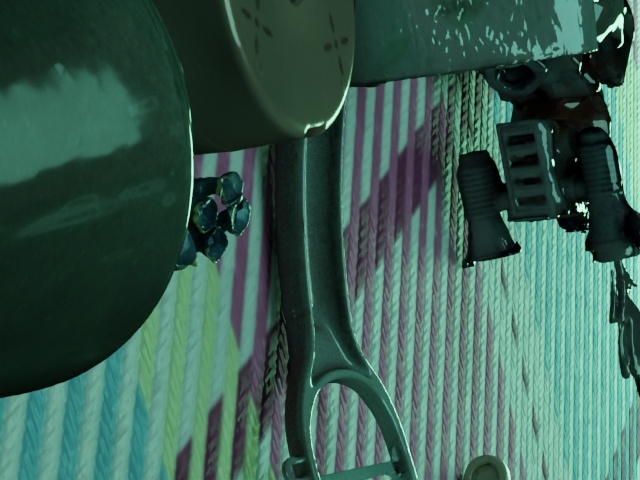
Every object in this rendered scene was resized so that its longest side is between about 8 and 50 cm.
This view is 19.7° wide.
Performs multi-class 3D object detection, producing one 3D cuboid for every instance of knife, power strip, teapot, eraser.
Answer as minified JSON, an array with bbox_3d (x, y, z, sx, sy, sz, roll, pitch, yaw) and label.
[{"bbox_3d":[-0.002,0.000,0.978,0.123,0.053,0.278,1,84,-63],"label":"knife"},{"bbox_3d":[-0.047,-0.118,0.860,0.154,0.078,0.154,-7,90,-65],"label":"power strip"},{"bbox_3d":[-0.159,-0.024,0.488,0.203,0.171,0.225,52,32,3],"label":"teapot"},{"bbox_3d":[0.067,-0.208,1.065,0.081,0.174,0.227,-170,-108,-70],"label":"eraser"}]

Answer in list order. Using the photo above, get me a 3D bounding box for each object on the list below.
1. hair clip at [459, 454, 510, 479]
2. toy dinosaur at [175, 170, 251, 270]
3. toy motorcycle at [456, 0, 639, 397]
[{"bbox_3d":[0.122,0.251,1.249,0.072,0.034,0.226,-50,132,-61],"label":"hair clip"},{"bbox_3d":[-0.064,-0.009,0.839,0.083,0.047,0.030,-53,134,-54],"label":"toy dinosaur"},{"bbox_3d":[0.157,-0.088,1.279,0.207,0.134,0.401,-3,87,-67],"label":"toy motorcycle"}]
